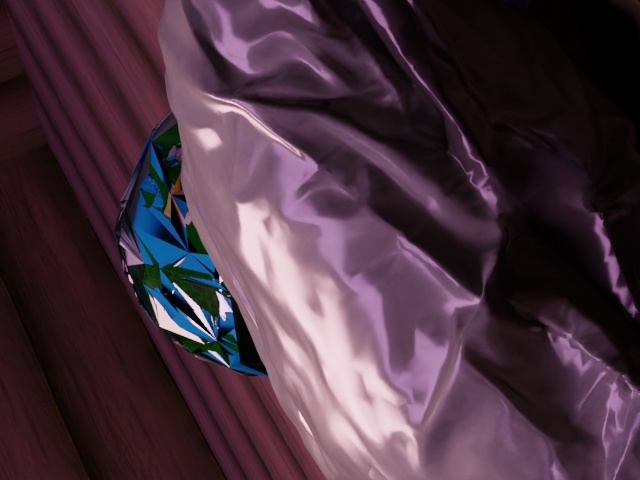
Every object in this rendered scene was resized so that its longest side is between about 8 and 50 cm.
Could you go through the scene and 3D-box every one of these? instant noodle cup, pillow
[{"bbox_3d":[0.000,0.000,0.890,0.178,0.240,0.240,17,129,62],"label":"instant noodle cup"},{"bbox_3d":[0.036,0.012,0.511,0.283,0.138,0.310,52,165,11],"label":"pillow"}]

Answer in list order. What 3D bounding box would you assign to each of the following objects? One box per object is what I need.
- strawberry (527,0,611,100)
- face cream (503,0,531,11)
[{"bbox_3d":[0.118,-0.074,0.677,0.104,0.048,0.152,-146,51,-76],"label":"strawberry"},{"bbox_3d":[0.011,-0.166,0.690,0.264,0.149,0.083,-115,16,-57],"label":"face cream"}]
